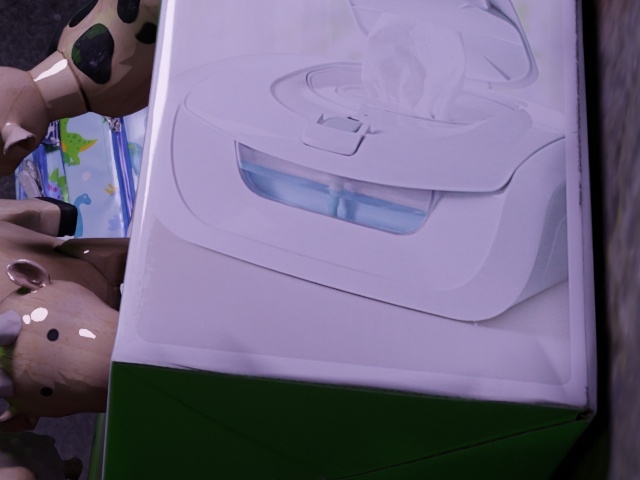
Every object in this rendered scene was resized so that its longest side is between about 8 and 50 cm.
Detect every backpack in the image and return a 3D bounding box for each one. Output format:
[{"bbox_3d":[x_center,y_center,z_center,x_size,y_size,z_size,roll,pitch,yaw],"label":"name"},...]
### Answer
[{"bbox_3d":[-0.161,-0.011,1.514,0.290,0.273,0.355,76,170,-64],"label":"backpack"}]

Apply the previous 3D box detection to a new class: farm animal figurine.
[{"bbox_3d":[-0.129,0.015,0.828,0.327,0.172,0.330,-7,87,40],"label":"farm animal figurine"}]

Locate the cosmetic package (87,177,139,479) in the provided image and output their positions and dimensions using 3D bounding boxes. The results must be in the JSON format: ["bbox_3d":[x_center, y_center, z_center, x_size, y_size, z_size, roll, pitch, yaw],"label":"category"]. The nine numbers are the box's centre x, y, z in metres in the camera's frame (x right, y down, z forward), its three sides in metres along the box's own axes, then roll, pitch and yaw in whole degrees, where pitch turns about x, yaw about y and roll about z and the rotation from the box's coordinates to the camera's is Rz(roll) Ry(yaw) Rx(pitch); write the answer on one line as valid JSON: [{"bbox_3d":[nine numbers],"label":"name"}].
[{"bbox_3d":[-0.078,0.112,1.090,0.224,0.138,0.224,-91,10,-60],"label":"cosmetic package"}]

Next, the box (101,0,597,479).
[{"bbox_3d":[0.000,0.000,0.553,0.262,0.127,0.231,106,168,-60],"label":"box"}]

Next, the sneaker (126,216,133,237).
[{"bbox_3d":[-0.015,-0.096,1.030,0.147,0.104,0.295,-43,16,43],"label":"sneaker"}]
